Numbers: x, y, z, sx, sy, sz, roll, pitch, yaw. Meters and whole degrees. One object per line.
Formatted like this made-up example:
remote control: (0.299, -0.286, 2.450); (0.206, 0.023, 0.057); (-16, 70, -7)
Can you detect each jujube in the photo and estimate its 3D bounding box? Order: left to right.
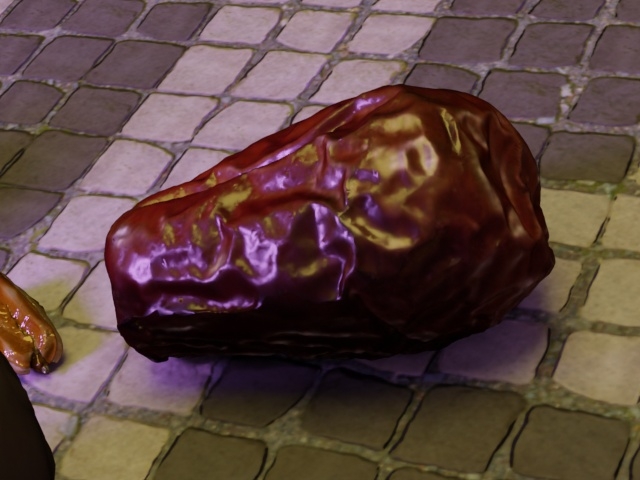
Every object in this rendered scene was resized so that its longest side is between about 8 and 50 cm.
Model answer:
jujube: (0.000, 0.000, 1.249); (0.342, 0.216, 0.216); (-17, 36, 15)

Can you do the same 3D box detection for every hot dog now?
hot dog: (-0.253, 0.069, 1.353); (0.056, 0.041, 0.133); (-29, 48, -19)

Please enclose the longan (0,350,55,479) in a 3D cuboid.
longan: (-0.368, 0.181, 0.977); (0.436, 0.404, 0.404); (-7, 35, 32)
